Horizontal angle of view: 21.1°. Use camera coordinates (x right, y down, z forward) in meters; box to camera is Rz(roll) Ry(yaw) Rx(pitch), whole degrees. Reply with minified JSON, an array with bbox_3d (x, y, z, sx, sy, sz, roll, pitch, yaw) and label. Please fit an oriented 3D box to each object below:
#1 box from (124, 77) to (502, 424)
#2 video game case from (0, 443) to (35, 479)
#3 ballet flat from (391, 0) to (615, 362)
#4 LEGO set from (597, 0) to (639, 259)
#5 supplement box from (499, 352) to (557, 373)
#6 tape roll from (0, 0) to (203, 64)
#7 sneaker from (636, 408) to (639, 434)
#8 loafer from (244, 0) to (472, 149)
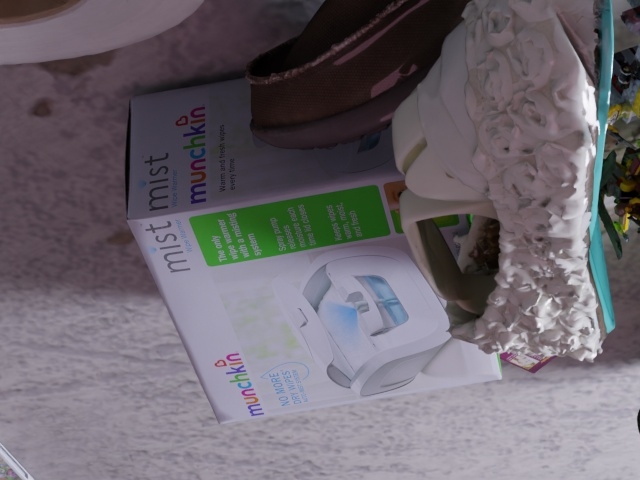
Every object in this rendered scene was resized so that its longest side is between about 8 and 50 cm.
[{"bbox_3d":[0.000,0.000,1.269,0.231,0.127,0.262,-10,141,6],"label":"box"},{"bbox_3d":[-0.324,0.215,1.598,0.087,0.011,0.122,-14,139,14],"label":"video game case"},{"bbox_3d":[0.110,-0.032,1.024,0.147,0.147,0.409,-7,149,5],"label":"ballet flat"},{"bbox_3d":[0.274,-0.046,1.120,0.192,0.255,0.331,-21,157,-20],"label":"LEGO set"},{"bbox_3d":[0.161,0.068,1.418,0.083,0.043,0.055,25,133,-28],"label":"supplement box"},{"bbox_3d":[-0.203,-0.189,0.963,0.286,0.100,0.286,-2,168,0],"label":"tape roll"},{"bbox_3d":[0.349,0.067,1.394,0.130,0.109,0.286,29,122,-24],"label":"sneaker"},{"bbox_3d":[0.088,-0.189,1.066,0.366,0.134,0.130,-33,105,19],"label":"loafer"}]
